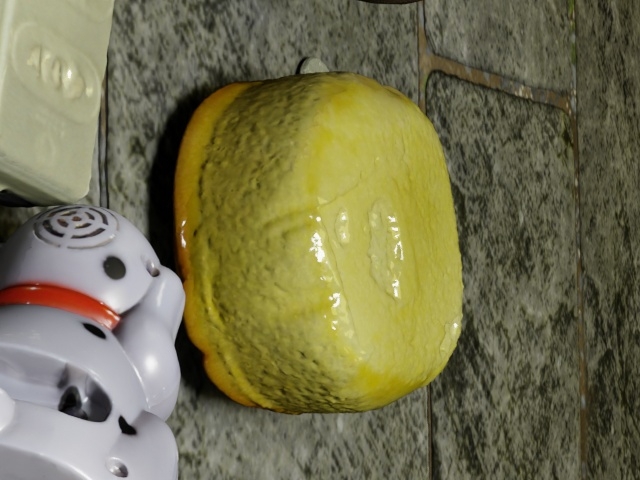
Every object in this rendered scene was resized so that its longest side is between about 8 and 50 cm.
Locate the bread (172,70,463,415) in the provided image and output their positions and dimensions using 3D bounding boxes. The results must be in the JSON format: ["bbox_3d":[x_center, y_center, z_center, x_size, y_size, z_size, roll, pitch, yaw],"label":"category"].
[{"bbox_3d":[0.000,0.000,1.151,0.270,0.148,0.269,19,68,-58],"label":"bread"}]

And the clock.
[{"bbox_3d":[-0.152,0.081,0.857,0.254,0.189,0.188,-78,153,-55],"label":"clock"}]

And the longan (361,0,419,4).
[{"bbox_3d":[0.053,-0.321,1.135,0.297,0.297,0.297,8,81,-62],"label":"longan"}]

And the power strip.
[{"bbox_3d":[-0.171,-0.143,0.913,0.105,0.070,0.256,30,63,-58],"label":"power strip"}]

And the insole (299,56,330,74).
[{"bbox_3d":[0.017,-0.073,1.334,0.063,0.010,0.192,-59,139,-45],"label":"insole"}]
